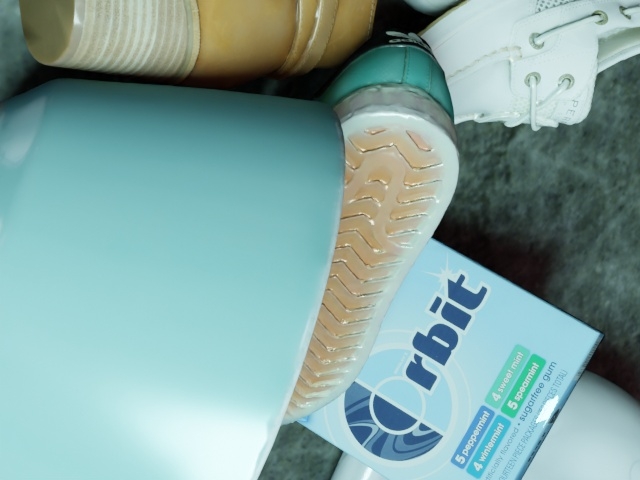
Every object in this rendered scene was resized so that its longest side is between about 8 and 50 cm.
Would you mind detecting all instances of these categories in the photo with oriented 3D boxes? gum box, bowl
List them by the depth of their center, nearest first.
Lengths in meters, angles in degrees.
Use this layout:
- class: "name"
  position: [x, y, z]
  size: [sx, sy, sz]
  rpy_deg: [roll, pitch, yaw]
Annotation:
- class: "bowl"
  position: [-0.129, 0.040, 0.669]
  size: [0.163, 0.311, 0.311]
  rpy_deg: [22, 98, -16]
- class: "gum box"
  position: [0.072, 0.084, 0.859]
  size: [0.157, 0.184, 0.041]
  rpy_deg: [-60, 161, 4]

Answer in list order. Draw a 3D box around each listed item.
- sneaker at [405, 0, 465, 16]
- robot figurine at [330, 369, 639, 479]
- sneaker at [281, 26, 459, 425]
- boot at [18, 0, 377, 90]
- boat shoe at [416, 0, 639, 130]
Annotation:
- class: "sneaker"
  position: [0.087, -0.266, 0.755]
  size: [0.106, 0.123, 0.290]
  rpy_deg: [-20, 120, -26]
- class: "robot figurine"
  position: [0.140, 0.238, 0.947]
  size: [0.300, 0.200, 0.353]
  rpy_deg: [29, 94, -8]
- class: "sneaker"
  position: [0.000, 0.000, 0.793]
  size: [0.108, 0.121, 0.302]
  rpy_deg: [24, 130, -12]
- class: "boot"
  position: [-0.054, -0.224, 0.700]
  size: [0.220, 0.109, 0.283]
  rpy_deg: [-5, 94, -42]
- class: "boat shoe"
  position: [0.148, -0.121, 0.848]
  size: [0.277, 0.098, 0.096]
  rpy_deg: [-30, 78, -18]
